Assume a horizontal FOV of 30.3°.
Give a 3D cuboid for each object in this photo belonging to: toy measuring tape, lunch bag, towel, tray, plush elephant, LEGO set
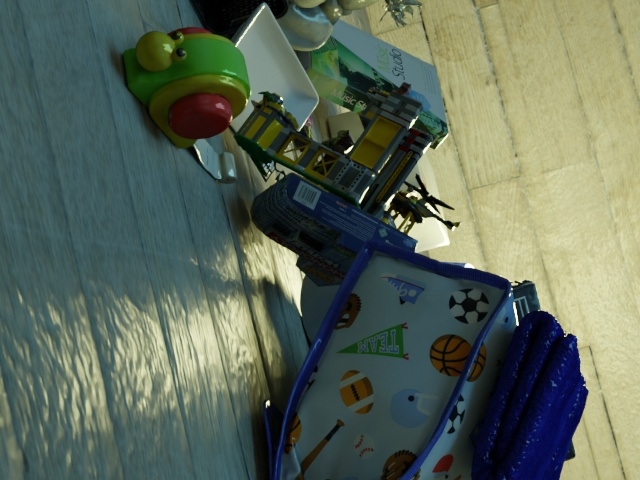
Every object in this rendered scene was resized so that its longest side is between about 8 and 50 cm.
[{"bbox_3d":[-0.117,-0.150,1.333,0.330,0.121,0.121,52,26,-65],"label":"toy measuring tape"},{"bbox_3d":[0.084,0.249,1.451,0.385,0.239,0.328,-64,153,-22],"label":"lunch bag"},{"bbox_3d":[0.268,0.226,1.446,0.227,0.076,0.308,-70,158,-12],"label":"towel"},{"bbox_3d":[-0.085,-0.209,1.651,0.145,0.030,0.270,-57,154,-11],"label":"tray"},{"bbox_3d":[-0.007,-0.493,2.131,0.255,0.272,0.330,-1,35,-44],"label":"plush elephant"},{"bbox_3d":[0.046,-0.117,1.655,0.192,0.255,0.331,-55,146,-15],"label":"LEGO set"}]

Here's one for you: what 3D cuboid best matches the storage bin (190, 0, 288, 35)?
[{"bbox_3d":[-0.125,-0.376,1.580,0.180,0.122,0.084,63,16,-49],"label":"storage bin"}]

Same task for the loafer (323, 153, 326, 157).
[{"bbox_3d":[0.065,-0.052,2.213,0.094,0.087,0.251,-26,101,-79],"label":"loafer"}]

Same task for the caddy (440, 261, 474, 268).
[{"bbox_3d":[0.262,0.197,2.676,0.241,0.179,0.341,-59,138,-45],"label":"caddy"}]

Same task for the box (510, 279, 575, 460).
[{"bbox_3d":[0.205,0.241,1.865,0.183,0.294,0.296,-6,-82,64],"label":"box"}]

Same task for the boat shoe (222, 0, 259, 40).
[{"bbox_3d":[-0.111,-0.327,1.729,0.073,0.073,0.207,42,33,-69],"label":"boat shoe"}]

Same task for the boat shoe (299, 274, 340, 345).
[{"bbox_3d":[0.023,0.139,1.766,0.076,0.080,0.228,-42,117,-85],"label":"boat shoe"}]

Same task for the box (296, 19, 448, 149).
[{"bbox_3d":[0.100,-0.327,2.351,0.322,0.058,0.232,21,38,-22],"label":"box"}]

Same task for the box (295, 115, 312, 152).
[{"bbox_3d":[-0.044,-0.249,2.085,0.162,0.029,0.116,-95,166,-49],"label":"box"}]

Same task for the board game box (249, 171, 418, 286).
[{"bbox_3d":[0.000,0.000,1.574,0.060,0.194,0.194,-67,-165,-20],"label":"board game box"}]

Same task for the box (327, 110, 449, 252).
[{"bbox_3d":[0.152,-0.124,2.552,0.345,0.168,0.215,54,23,-64],"label":"box"}]
